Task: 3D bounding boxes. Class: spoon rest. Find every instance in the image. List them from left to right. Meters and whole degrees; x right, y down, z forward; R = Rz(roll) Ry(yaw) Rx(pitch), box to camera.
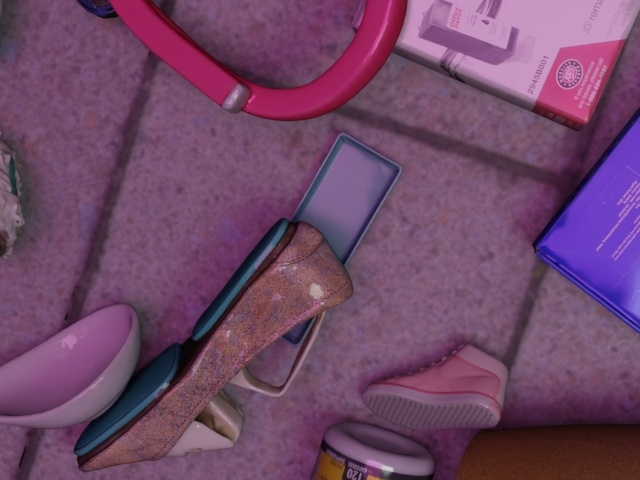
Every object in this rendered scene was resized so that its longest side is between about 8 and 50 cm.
[{"bbox_3d":[-0.272,0.149,1.075,0.276,0.137,0.084,-37,116,14],"label":"spoon rest"}]

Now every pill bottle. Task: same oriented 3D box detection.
[{"bbox_3d":[0.030,0.262,1.043,0.103,0.103,0.184,16,95,7],"label":"pill bottle"}]

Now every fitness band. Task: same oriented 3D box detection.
[{"bbox_3d":[-0.063,-0.230,0.986,0.291,0.054,0.209,41,101,15],"label":"fitness band"}]

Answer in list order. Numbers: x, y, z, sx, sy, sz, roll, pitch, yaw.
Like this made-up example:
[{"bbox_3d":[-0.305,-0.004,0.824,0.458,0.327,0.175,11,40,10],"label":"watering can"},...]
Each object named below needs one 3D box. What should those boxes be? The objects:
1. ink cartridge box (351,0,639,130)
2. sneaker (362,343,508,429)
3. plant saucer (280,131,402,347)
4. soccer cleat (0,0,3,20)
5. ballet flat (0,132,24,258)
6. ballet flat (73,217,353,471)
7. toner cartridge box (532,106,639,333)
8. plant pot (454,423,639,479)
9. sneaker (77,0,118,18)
[{"bbox_3d":[0.156,-0.207,1.004,0.218,0.092,0.158,24,96,8],"label":"ink cartridge box"},{"bbox_3d":[0.107,0.129,1.056,0.134,0.070,0.051,-2,134,33],"label":"sneaker"},{"bbox_3d":[0.000,0.000,1.075,0.067,0.018,0.192,31,96,6],"label":"plant saucer"},{"bbox_3d":[-0.445,-0.201,1.093,0.331,0.116,0.143,-14,70,10],"label":"soccer cleat"},{"bbox_3d":[-0.467,-0.041,1.101,0.409,0.147,0.147,-1,93,5],"label":"ballet flat"},{"bbox_3d":[-0.090,0.120,1.047,0.106,0.107,0.316,40,108,-12],"label":"ballet flat"},{"bbox_3d":[0.349,-0.080,0.992,0.165,0.075,0.348,38,98,3],"label":"toner cartridge box"},{"bbox_3d":[0.237,0.245,0.966,0.254,0.237,0.237,13,95,20],"label":"plant pot"},{"bbox_3d":[-0.227,-0.302,1.054,0.083,0.087,0.221,-23,90,10],"label":"sneaker"}]
